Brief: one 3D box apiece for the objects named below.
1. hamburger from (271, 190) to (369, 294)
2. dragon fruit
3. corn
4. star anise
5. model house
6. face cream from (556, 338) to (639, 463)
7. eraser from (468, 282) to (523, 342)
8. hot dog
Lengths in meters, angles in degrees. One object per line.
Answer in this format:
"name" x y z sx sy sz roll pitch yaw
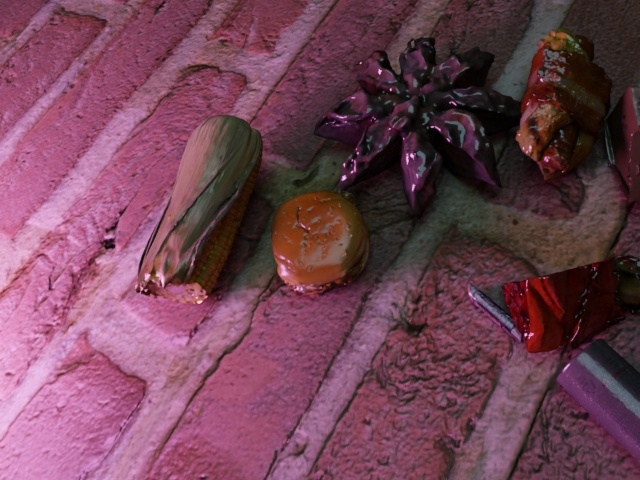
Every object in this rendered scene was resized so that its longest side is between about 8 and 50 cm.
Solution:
"hamburger" 0.000 0.000 0.900 0.137 0.083 0.147 -12 62 7
"dragon fruit" 0.326 0.076 0.785 0.192 0.122 0.093 -12 83 -14
"corn" -0.176 -0.048 0.945 0.123 0.122 0.306 14 65 6
"star anise" 0.150 -0.186 0.949 0.331 0.118 0.332 -6 65 12
"model house" 0.483 -0.082 0.797 0.180 0.176 0.248 -7 75 10
"face cream" 0.381 0.228 0.675 0.073 0.073 0.283 -37 58 -8
"eraser" 0.226 0.092 0.821 0.019 0.027 0.099 -44 59 -4
"hot dog" 0.342 -0.189 0.881 0.103 0.146 0.213 -4 67 46
